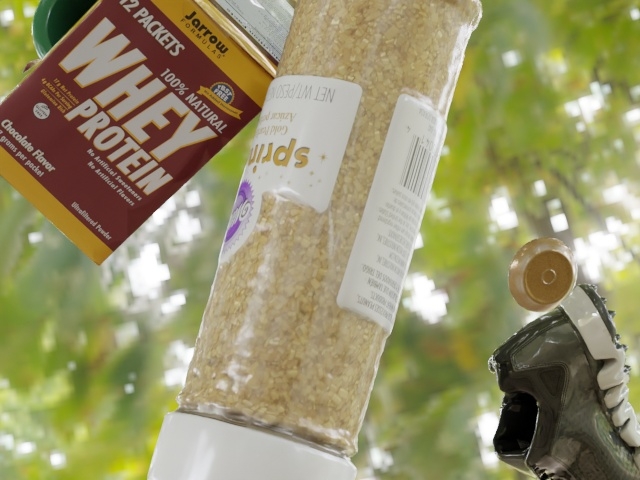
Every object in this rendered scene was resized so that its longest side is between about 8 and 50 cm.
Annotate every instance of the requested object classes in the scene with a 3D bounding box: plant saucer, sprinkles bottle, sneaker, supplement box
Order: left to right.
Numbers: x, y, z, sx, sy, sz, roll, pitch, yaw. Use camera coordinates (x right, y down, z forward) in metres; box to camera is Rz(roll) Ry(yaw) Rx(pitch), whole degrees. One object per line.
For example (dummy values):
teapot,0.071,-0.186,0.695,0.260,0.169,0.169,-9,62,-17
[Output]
supplement box,-0.122,-0.118,1.283,0.191,0.129,0.194,-42,11,19
sprinkles bottle,0.000,0.000,1.100,0.121,0.355,0.121,16,-11,3
plant saucer,0.242,0.038,1.921,0.083,0.083,0.015,-5,12,-20
sneaker,0.174,0.140,1.241,0.106,0.078,0.234,-25,-55,-4

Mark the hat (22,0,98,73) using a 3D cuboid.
hat,-0.265,-0.230,2.235,0.173,0.208,0.183,-34,-22,-12
